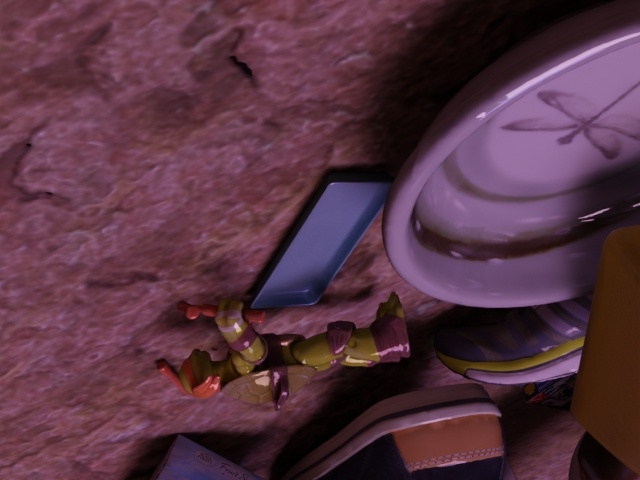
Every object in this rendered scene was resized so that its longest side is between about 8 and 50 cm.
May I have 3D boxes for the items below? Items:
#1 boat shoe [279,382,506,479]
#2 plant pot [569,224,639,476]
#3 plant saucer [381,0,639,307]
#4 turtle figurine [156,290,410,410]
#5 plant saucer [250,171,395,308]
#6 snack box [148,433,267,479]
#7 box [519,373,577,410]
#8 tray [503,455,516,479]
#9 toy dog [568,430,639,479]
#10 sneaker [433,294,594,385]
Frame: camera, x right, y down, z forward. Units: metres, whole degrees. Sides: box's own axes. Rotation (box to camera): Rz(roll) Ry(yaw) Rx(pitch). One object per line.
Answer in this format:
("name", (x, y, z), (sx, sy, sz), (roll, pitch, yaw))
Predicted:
("boat shoe", (0.070, 0.288, 1.879), (0.187, 0.156, 0.500), (-8, 162, -19))
("plant pot", (0.358, 0.113, 1.496), (0.212, 0.187, 0.212), (-10, 130, -18))
("plant saucer", (0.229, -0.091, 1.426), (0.401, 0.100, 0.400), (-15, 152, -8))
("turtle figurine", (-0.033, 0.101, 1.574), (0.217, 0.087, 0.269), (-12, 159, -7))
("plant saucer", (0.000, 0.000, 1.529), (0.067, 0.018, 0.192), (-2, 146, -28))
("snack box", (-0.113, 0.310, 1.853), (0.174, 0.070, 0.207), (29, 137, -4))
("box", (0.294, 0.152, 1.956), (0.137, 0.027, 0.094), (14, 137, -46))
("tray", (0.178, 0.332, 2.195), (0.145, 0.030, 0.270), (-22, 151, 3))
("toy dog", (0.312, 0.334, 1.923), (0.285, 0.395, 0.408), (9, 133, -36))
("sneaker", (0.244, 0.060, 1.699), (0.300, 0.121, 0.111), (-13, -176, 24))
